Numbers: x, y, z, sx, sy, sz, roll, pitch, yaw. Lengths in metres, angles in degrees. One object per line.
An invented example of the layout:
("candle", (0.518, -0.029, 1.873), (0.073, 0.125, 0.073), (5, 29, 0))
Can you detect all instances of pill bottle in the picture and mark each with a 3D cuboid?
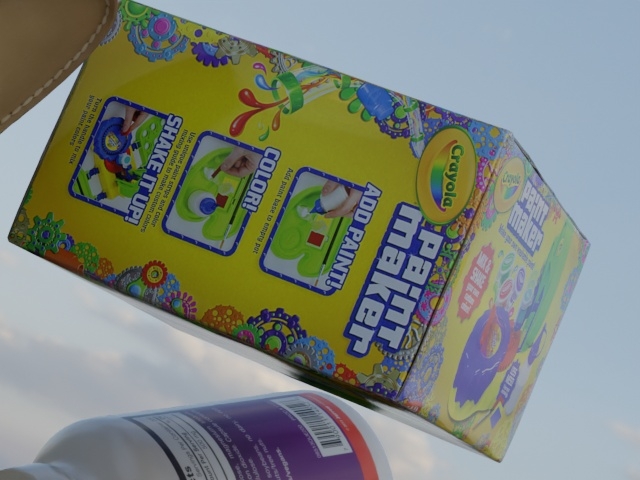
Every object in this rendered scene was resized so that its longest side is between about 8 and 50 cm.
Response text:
("pill bottle", (-0.104, 0.219, 1.466), (0.323, 0.182, 0.181), (-3, 12, -45))

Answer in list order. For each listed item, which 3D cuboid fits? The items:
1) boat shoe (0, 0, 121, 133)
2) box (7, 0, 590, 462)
("boat shoe", (-0.244, -0.053, 1.067), (0.122, 0.341, 0.110), (49, 6, -47))
("box", (0.000, 0.000, 1.252), (0.279, 0.177, 0.290), (20, -7, 22))
